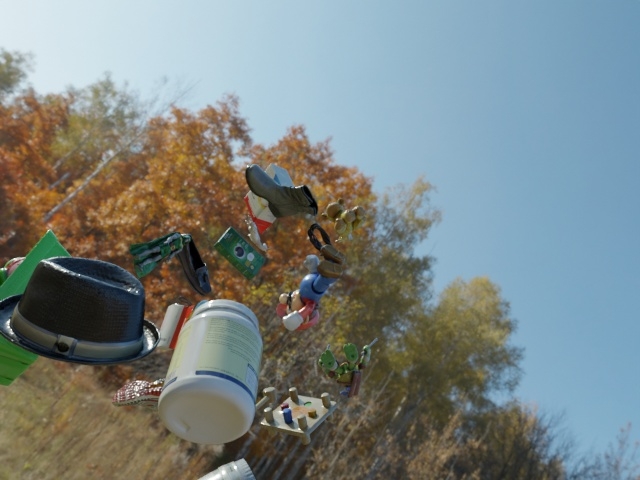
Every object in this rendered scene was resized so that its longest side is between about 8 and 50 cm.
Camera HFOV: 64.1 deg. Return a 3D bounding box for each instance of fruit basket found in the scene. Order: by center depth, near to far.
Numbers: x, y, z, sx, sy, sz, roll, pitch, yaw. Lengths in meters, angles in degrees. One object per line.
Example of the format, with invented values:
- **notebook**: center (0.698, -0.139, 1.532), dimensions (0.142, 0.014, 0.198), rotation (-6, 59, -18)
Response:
- **fruit basket**: center (-0.831, 0.132, 1.259), dimensions (0.283, 0.392, 0.392), rotation (-36, -75, 30)

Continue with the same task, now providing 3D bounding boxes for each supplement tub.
- **supplement tub**: center (-0.277, 0.337, 1.356), dimensions (0.235, 0.325, 0.235), rotation (0, -56, 0)

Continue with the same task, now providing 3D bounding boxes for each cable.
- **cable**: center (0.000, 0.000, 2.554), dimensions (0.150, 0.047, 0.184), rotation (7, -57, 59)

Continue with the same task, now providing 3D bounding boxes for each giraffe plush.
- **giraffe plush**: center (0.094, -0.111, 2.355), dimensions (0.170, 0.181, 0.210), rotation (52, -26, 24)

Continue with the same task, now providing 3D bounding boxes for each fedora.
- **fedora**: center (-0.493, 0.128, 1.080), dimensions (0.334, 0.152, 0.334), rotation (19, 10, -3)

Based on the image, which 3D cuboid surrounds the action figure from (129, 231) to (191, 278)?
- **action figure**: center (-0.559, 0.032, 1.828), dimensions (0.063, 0.232, 0.137), rotation (22, -54, 30)

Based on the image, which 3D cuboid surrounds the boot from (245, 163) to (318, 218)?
- **boot**: center (-0.112, -0.161, 1.600), dimensions (0.161, 0.083, 0.246), rotation (-5, -36, 30)

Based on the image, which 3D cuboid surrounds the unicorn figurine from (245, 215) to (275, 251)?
- **unicorn figurine**: center (-0.269, -0.020, 2.132), dimensions (0.111, 0.060, 0.162), rotation (51, -5, 48)

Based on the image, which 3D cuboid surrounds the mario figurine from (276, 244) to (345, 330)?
- **mario figurine**: center (-0.057, 0.158, 1.621), dimensions (0.170, 0.198, 0.320), rotation (45, -56, 21)

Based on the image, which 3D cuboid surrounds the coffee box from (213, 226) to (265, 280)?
- **coffee box**: center (-0.294, 0.047, 1.872), dimensions (0.184, 0.113, 0.040), rotation (44, -55, -14)

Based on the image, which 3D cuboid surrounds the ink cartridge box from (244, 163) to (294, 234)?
- **ink cartridge box**: center (-0.198, -0.148, 1.872), dimensions (0.078, 0.231, 0.134), rotation (17, 35, -41)

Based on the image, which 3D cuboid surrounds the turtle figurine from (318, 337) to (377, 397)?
- **turtle figurine**: center (0.088, 0.452, 1.998), dimensions (0.197, 0.275, 0.266), rotation (12, -25, 18)

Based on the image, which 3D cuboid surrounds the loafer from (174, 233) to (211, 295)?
- **loafer**: center (-0.550, 0.108, 2.241), dimensions (0.095, 0.109, 0.302), rotation (-19, -69, 17)

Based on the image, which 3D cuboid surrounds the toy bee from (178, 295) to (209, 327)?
- **toy bee**: center (-0.425, 0.313, 1.873), dimensions (0.195, 0.162, 0.298), rotation (37, -29, -30)

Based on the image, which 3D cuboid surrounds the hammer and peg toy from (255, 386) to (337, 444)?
- **hammer and peg toy**: center (-0.141, 0.765, 2.257), dimensions (0.361, 0.266, 0.127), rotation (-3, -77, 34)

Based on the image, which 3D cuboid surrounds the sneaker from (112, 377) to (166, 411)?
- **sneaker**: center (-0.528, 0.489, 1.574), dimensions (0.088, 0.225, 0.093), rotation (-92, 176, -67)

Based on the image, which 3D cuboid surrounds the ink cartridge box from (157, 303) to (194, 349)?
- **ink cartridge box**: center (-0.609, 0.355, 2.116), dimensions (0.066, 0.189, 0.232), rotation (24, -24, -20)

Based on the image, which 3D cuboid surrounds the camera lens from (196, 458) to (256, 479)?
- **camera lens**: center (-0.324, 0.842, 1.592), dimensions (0.219, 0.274, 0.219), rotation (49, -29, 39)
